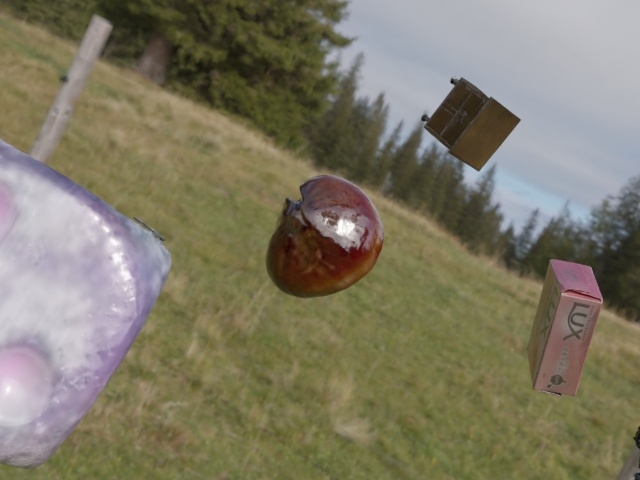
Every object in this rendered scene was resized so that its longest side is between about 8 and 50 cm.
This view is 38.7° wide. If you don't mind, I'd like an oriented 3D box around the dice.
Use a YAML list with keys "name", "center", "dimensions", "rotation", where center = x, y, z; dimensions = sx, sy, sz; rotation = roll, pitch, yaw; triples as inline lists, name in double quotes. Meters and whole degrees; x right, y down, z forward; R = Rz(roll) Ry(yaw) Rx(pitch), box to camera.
- name: "dice"
  center: [-0.336, 0.058, 0.958]
  dimensions: [0.270, 0.271, 0.270]
  rotation: [34, -11, -13]

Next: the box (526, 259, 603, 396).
- name: "box"
  center: [0.313, 0.113, 1.178]
  dimensions: [0.060, 0.156, 0.111]
  rotation: [9, 22, 3]

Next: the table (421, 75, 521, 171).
- name: "table"
  center: [0.182, -0.150, 1.137]
  dimensions: [0.070, 0.083, 0.082]
  rotation: [23, 20, -45]

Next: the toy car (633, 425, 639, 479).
- name: "toy car"
  center: [0.451, 0.290, 1.119]
  dimensions: [0.100, 0.191, 0.097]
  rotation: [-16, 33, -12]

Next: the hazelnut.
- name: "hazelnut"
  center: [0.000, 0.000, 1.443]
  dimensions: [0.178, 0.204, 0.178]
  rotation: [49, 7, -8]
